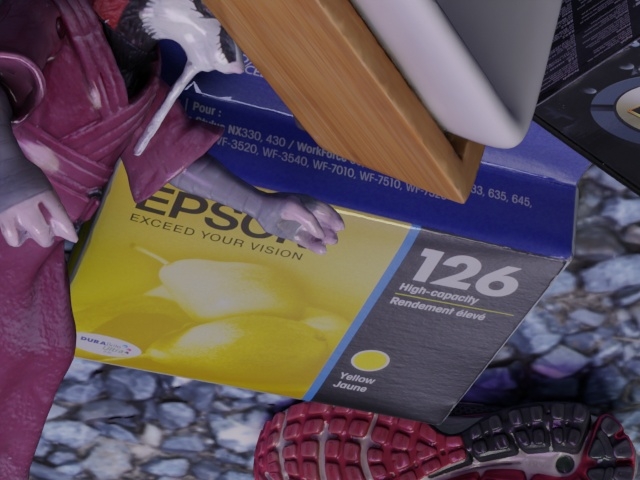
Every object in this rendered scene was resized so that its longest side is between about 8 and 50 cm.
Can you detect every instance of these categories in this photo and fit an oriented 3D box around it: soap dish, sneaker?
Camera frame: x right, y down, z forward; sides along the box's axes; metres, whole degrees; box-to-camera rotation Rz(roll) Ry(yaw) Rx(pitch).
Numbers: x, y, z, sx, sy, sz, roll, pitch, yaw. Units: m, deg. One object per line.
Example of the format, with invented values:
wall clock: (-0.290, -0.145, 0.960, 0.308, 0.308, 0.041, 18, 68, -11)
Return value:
soap dish: (0.011, -0.188, 0.785, 0.118, 0.229, 0.291, -3, 145, 32)
sneaker: (0.094, 0.183, 1.333, 0.299, 0.121, 0.112, 0, 173, 12)

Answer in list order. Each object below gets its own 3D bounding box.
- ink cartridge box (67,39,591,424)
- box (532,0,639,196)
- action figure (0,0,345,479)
ink cartridge box: (0.000, 0.000, 1.135, 0.304, 0.072, 0.307, 13, 142, -14)
box: (0.227, -0.109, 0.985, 0.147, 0.077, 0.180, 31, 132, -32)
action figure: (-0.173, -0.039, 0.975, 0.370, 0.276, 0.248, -55, 149, 3)
